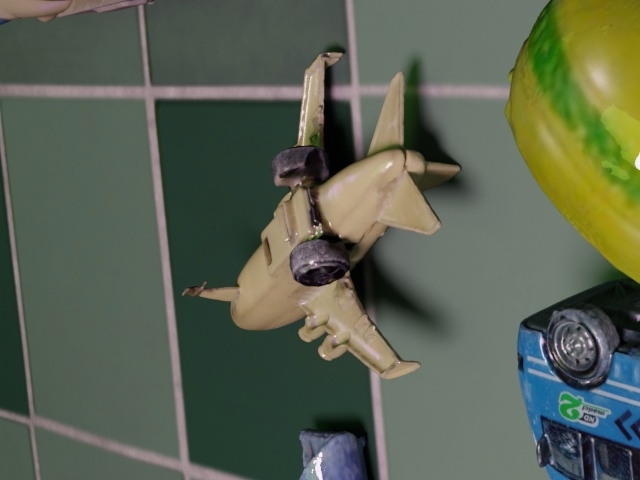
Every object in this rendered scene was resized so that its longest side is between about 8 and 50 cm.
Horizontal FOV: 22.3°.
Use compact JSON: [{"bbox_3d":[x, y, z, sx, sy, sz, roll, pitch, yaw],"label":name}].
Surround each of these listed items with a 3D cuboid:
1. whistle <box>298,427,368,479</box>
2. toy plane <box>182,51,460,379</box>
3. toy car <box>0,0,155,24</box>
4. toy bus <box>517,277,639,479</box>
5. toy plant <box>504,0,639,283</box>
[{"bbox_3d":[0.026,0.289,1.188,0.062,0.062,0.304,-7,94,50],"label":"whistle"},{"bbox_3d":[0.000,0.000,1.122,0.256,0.104,0.242,-37,57,41],"label":"toy plane"},{"bbox_3d":[-0.229,-0.334,1.194,0.242,0.226,0.336,-2,97,50],"label":"toy car"},{"bbox_3d":[0.227,0.098,0.862,0.246,0.113,0.134,14,116,45],"label":"toy bus"},{"bbox_3d":[0.244,-0.122,0.752,0.316,0.184,0.224,-49,44,33],"label":"toy plant"}]
